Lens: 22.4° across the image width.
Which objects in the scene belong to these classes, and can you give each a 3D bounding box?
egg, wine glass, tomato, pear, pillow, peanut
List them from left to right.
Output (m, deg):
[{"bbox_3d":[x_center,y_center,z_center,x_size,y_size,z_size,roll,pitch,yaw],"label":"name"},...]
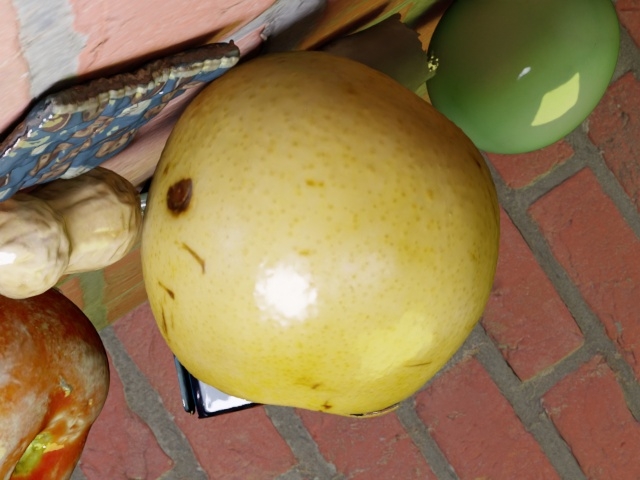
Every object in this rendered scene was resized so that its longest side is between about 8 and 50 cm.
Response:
[{"bbox_3d":[-0.341,0.149,1.526,0.270,0.222,0.270,-51,162,-24],"label":"tomato"},{"bbox_3d":[-0.226,-0.009,1.368,0.103,0.098,0.229,-55,169,27],"label":"peanut"},{"bbox_3d":[-0.186,-0.081,1.230,0.189,0.034,0.255,-33,-179,33],"label":"pillow"},{"bbox_3d":[0.000,0.000,1.484,0.348,0.348,0.348,-34,178,-1],"label":"pear"},{"bbox_3d":[0.013,-0.156,1.691,0.222,0.103,0.103,-33,178,-19],"label":"wine glass"},{"bbox_3d":[0.249,-0.227,1.993,0.220,0.220,0.270,-32,166,-43],"label":"egg"}]

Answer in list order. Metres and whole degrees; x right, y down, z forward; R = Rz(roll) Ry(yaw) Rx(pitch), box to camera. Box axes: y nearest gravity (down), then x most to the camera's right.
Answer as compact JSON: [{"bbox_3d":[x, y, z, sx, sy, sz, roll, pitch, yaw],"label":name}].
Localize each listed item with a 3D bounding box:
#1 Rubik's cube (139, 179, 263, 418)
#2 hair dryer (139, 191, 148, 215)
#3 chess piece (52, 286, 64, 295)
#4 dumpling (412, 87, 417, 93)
[{"bbox_3d":[-0.043,0.047,1.935,0.293,0.288,0.283,-13,179,-3],"label":"Rubik's cube"},{"bbox_3d":[-0.196,-0.041,1.777,0.150,0.071,0.047,-17,174,0],"label":"hair dryer"},{"bbox_3d":[-0.377,0.084,2.150,0.035,0.035,0.092,-34,174,18],"label":"chess piece"},{"bbox_3d":[0.060,-0.176,1.948,0.150,0.092,0.176,-29,172,17],"label":"dumpling"}]
